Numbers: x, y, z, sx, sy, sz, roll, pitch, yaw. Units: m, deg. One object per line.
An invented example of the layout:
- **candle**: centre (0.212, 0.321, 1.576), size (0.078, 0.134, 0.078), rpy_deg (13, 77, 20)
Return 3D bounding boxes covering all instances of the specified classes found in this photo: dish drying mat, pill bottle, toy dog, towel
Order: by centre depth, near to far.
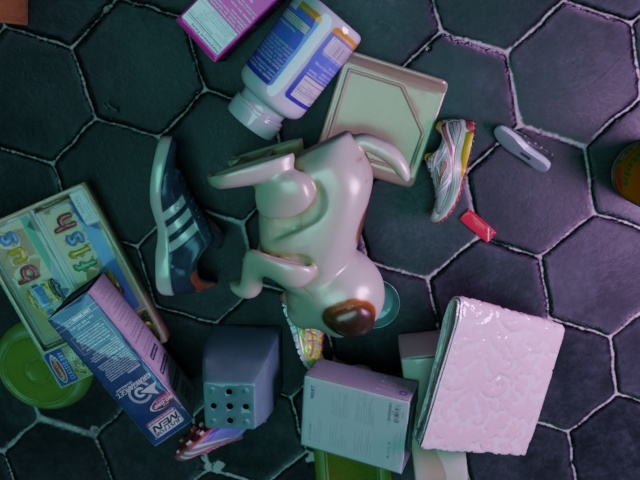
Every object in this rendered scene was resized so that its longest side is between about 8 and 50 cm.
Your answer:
- **pill bottle**: centre (0.675, -0.114, 1.267), size (0.137, 0.245, 0.136), rpy_deg (1, 105, 3)
- **pill bottle**: centre (-0.060, -0.338, 1.292), size (0.152, 0.152, 0.272), rpy_deg (39, 104, -8)
- **toy dog**: centre (0.000, 0.000, 1.331), size (0.396, 0.284, 0.407), rpy_deg (-15, 105, -1)
- **towel**: centre (0.361, 0.297, 1.393), size (0.332, 0.053, 0.316), rpy_deg (16, 91, -32)
- **dish drying mat**: centre (0.344, -0.032, 1.430), size (0.083, 0.008, 0.032), rpy_deg (40, 105, -8)

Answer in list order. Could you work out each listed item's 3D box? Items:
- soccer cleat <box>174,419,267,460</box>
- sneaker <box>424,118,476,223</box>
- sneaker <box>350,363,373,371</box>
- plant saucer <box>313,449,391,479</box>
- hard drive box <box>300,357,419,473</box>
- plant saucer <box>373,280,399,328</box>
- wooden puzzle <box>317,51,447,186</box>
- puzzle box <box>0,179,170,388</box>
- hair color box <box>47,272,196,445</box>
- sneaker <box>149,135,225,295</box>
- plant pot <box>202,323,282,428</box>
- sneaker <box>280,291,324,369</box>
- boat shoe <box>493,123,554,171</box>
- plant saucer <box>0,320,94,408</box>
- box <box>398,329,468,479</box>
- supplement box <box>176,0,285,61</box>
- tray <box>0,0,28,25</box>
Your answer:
- **soccer cleat**: centre (-0.242, 0.464, 1.562), size (0.248, 0.083, 0.095), rpy_deg (-39, 105, 9)
- **sneaker**: centre (0.260, -0.146, 1.373), size (0.093, 0.088, 0.225), rpy_deg (13, 101, 11)
- **sneaker**: centre (0.044, 0.331, 1.510), size (0.161, 0.075, 0.057), rpy_deg (-8, 105, 5)
- **plant saucer**: centre (0.076, 0.532, 1.580), size (0.189, 0.045, 0.188), rpy_deg (-3, 105, 4)
- **hard drive box**: centre (0.082, 0.372, 1.403), size (0.232, 0.089, 0.181), rpy_deg (11, 110, 19)
- **plant saucer**: centre (0.119, 0.140, 1.482), size (0.120, 0.021, 0.119), rpy_deg (1, 106, 2)
- **wooden puzzle**: centre (0.124, -0.250, 1.367), size (0.221, 0.044, 0.238), rpy_deg (17, 110, -2)
- **puzzle box**: centre (-0.553, 0.101, 1.469), size (0.272, 0.052, 0.408), rpy_deg (-24, 103, 0)
- **hair color box**: centre (-0.411, 0.249, 1.398), size (0.105, 0.174, 0.347), rpy_deg (-35, 103, 0)
- **sneaker**: centre (-0.279, -0.051, 1.404), size (0.148, 0.131, 0.349), rpy_deg (-1, 111, -4)
- **plant pot**: centre (-0.176, 0.305, 1.432), size (0.166, 0.234, 0.165), rpy_deg (1, 106, 2)
- **sneaker**: centre (-0.016, 0.204, 1.477), size (0.094, 0.081, 0.208), rpy_deg (-18, 103, 5)
- **boat shoe**: centre (0.424, -0.199, 1.365), size (0.142, 0.049, 0.040), rpy_deg (37, 71, -5)
- **plant saucer**: centre (-0.663, 0.303, 1.559), size (0.241, 0.037, 0.240), rpy_deg (1, 106, 2)
- **box**: centre (0.253, 0.372, 1.477), size (0.121, 0.148, 0.310), rpy_deg (-7, 103, 5)
- **supplement box**: centre (-0.160, -0.465, 1.282), size (0.220, 0.111, 0.114), rpy_deg (-39, 101, 13)
- **tray**: centre (-0.638, -0.495, 1.143), size (0.076, 0.411, 0.202), rpy_deg (8, 106, 0)
